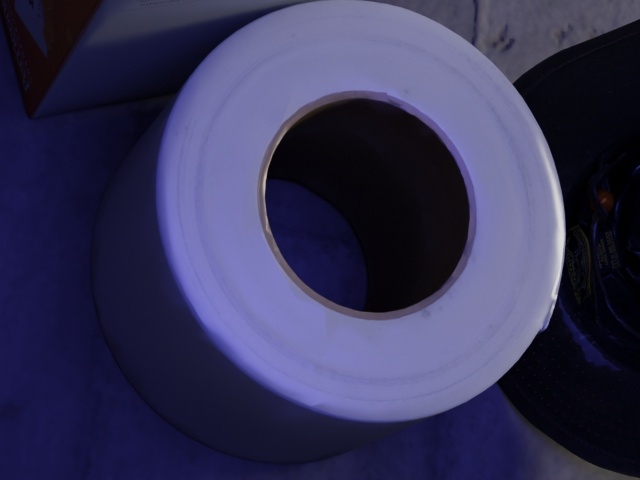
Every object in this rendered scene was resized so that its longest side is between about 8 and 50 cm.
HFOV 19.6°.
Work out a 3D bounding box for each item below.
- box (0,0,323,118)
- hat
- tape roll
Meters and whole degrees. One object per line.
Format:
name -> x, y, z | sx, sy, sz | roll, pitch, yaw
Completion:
box -> -0.078, -0.230, 1.030 | 0.168, 0.345, 0.215 | -12, 80, -22
hat -> 0.261, -0.002, 1.176 | 0.331, 0.331, 0.134 | 62, 27, 4
tape roll -> 0.000, 0.000, 1.094 | 0.246, 0.169, 0.246 | 5, 73, -18
